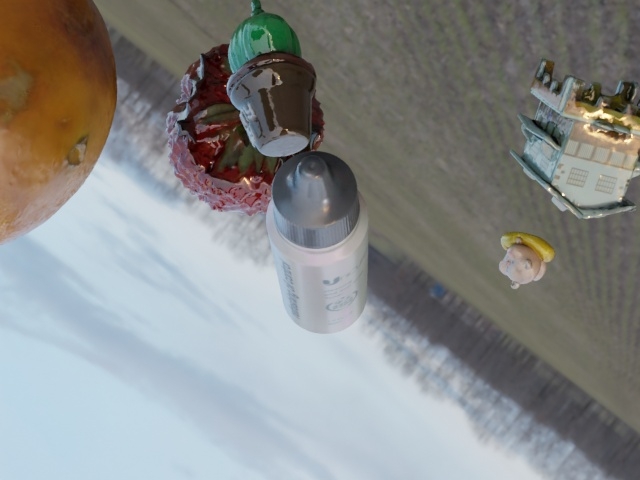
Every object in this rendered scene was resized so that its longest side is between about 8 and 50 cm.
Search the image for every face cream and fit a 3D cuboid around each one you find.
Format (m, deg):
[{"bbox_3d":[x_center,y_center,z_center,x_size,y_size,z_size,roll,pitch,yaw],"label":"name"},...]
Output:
[{"bbox_3d":[0.000,0.000,0.926,0.092,0.092,0.311,38,163,15],"label":"face cream"}]

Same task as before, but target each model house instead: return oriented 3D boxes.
[{"bbox_3d":[0.439,-0.167,1.702,0.198,0.215,0.224,11,-161,-10],"label":"model house"}]

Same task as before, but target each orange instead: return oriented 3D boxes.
[{"bbox_3d":[-0.284,-0.117,0.800,0.261,0.261,0.261,38,-178,-1],"label":"orange"}]

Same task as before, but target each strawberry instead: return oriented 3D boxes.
[{"bbox_3d":[-0.122,-0.157,1.561,0.261,0.261,0.257,38,153,-14],"label":"strawberry"}]

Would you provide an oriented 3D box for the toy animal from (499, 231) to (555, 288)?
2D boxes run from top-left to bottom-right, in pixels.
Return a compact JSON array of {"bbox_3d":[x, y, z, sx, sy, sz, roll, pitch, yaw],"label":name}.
[{"bbox_3d":[0.330,0.037,1.700,0.091,0.082,0.114,29,160,13],"label":"toy animal"}]

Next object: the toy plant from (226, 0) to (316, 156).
[{"bbox_3d":[-0.061,-0.202,1.187,0.143,0.105,0.200,91,166,-75],"label":"toy plant"}]
